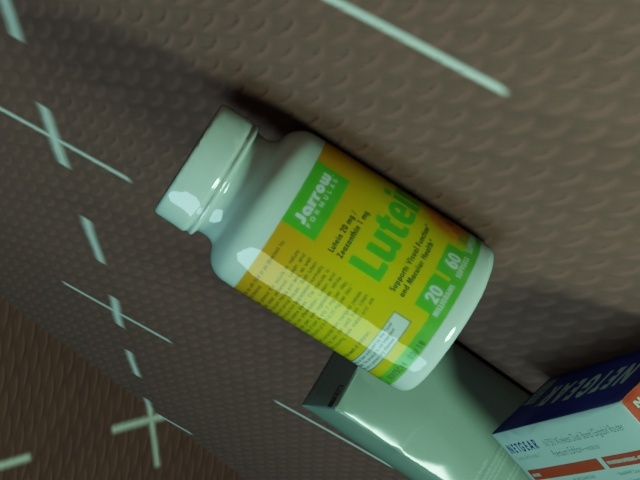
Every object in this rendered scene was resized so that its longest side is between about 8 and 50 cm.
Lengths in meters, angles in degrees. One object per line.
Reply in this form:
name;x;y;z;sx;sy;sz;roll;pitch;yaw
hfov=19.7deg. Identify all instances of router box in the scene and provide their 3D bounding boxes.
router box;0.316;0.235;1.546;0.301;0.082;0.335;49;164;-1

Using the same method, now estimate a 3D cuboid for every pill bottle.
pill bottle;0.000;0.000;1.447;0.245;0.136;0.136;32;165;-5

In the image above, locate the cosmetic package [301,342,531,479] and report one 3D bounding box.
cosmetic package;0.116;0.173;1.807;0.238;0.127;0.107;36;165;-13
